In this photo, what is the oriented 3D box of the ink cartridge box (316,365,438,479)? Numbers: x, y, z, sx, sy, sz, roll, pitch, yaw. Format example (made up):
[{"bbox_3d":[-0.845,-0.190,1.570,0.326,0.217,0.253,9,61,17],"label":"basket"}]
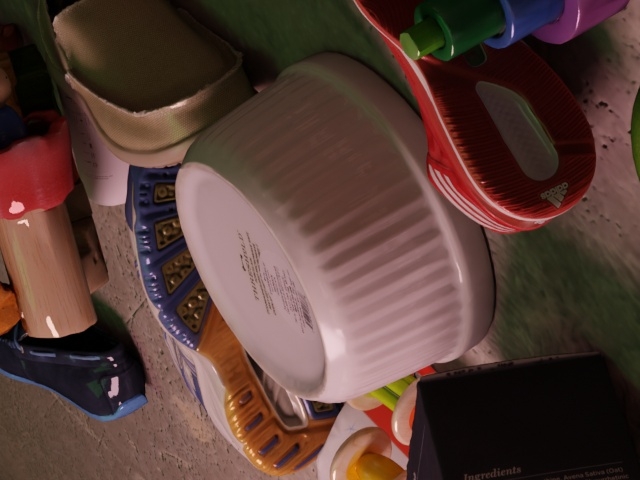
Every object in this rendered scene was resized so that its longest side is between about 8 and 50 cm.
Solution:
[{"bbox_3d":[0.069,0.183,1.282,0.189,0.066,0.232,44,157,35],"label":"ink cartridge box"}]

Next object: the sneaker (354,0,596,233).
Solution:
[{"bbox_3d":[0.053,-0.098,0.921,0.128,0.087,0.221,121,129,-75],"label":"sneaker"}]

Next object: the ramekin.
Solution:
[{"bbox_3d":[0.000,0.000,1.126,0.207,0.109,0.207,47,154,31],"label":"ramekin"}]

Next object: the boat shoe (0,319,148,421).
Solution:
[{"bbox_3d":[-0.261,0.095,1.870,0.258,0.109,0.089,17,127,38],"label":"boat shoe"}]

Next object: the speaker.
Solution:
[{"bbox_3d":[-0.174,-0.092,1.468,0.055,0.055,0.136,42,152,39],"label":"speaker"}]

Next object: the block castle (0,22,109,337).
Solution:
[{"bbox_3d":[-0.347,-0.057,1.445,0.453,0.303,0.212,-132,28,-68],"label":"block castle"}]

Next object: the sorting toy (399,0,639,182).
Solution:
[{"bbox_3d":[0.156,0.015,0.777,0.365,0.126,0.127,54,158,14],"label":"sorting toy"}]

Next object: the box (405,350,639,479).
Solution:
[{"bbox_3d":[0.120,0.188,1.002,0.153,0.108,0.207,92,168,-54],"label":"box"}]

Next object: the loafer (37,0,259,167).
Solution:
[{"bbox_3d":[-0.133,-0.129,1.268,0.268,0.102,0.092,31,150,52],"label":"loafer"}]

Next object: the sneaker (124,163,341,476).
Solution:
[{"bbox_3d":[-0.089,0.040,1.372,0.131,0.112,0.296,27,141,55],"label":"sneaker"}]

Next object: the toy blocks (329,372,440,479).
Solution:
[{"bbox_3d":[0.075,0.148,1.185,0.148,0.054,0.123,34,127,41],"label":"toy blocks"}]
